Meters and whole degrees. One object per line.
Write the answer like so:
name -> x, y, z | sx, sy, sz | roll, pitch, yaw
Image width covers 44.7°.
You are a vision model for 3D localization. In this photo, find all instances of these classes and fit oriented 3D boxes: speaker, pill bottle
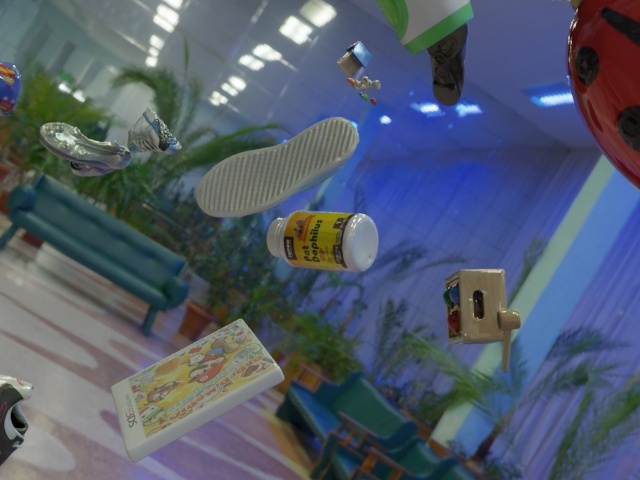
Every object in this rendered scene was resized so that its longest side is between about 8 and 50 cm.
speaker -> 0.109, -0.435, 1.174 | 0.296, 0.131, 0.131 | 56, -6, -9
pill bottle -> 0.000, 0.000, 1.568 | 0.215, 0.117, 0.117 | 4, -19, 35

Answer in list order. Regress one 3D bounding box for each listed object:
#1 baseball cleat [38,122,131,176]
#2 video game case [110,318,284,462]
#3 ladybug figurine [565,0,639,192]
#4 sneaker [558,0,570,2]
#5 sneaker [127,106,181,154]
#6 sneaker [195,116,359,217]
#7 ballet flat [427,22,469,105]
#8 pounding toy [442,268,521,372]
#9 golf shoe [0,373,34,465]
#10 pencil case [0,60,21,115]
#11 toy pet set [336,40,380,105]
baseball cleat -> -0.455, -0.158, 1.455 | 0.109, 0.072, 0.206 | -23, -24, 30
video game case -> -0.184, 0.205, 1.117 | 0.206, 0.227, 0.026 | 35, -31, 65
ladybug figurine -> 0.433, -0.156, 0.809 | 0.449, 0.305, 0.162 | 41, 29, 30
sneaker -> 0.200, -0.396, 0.943 | 0.305, 0.114, 0.152 | 40, -13, -37
sneaker -> -0.316, -0.185, 1.444 | 0.071, 0.083, 0.191 | 52, -4, -28
sneaker -> -0.086, -0.134, 1.669 | 0.150, 0.366, 0.135 | 95, -28, -77
ballet flat -> 0.245, -0.356, 1.468 | 0.084, 0.058, 0.250 | 20, -28, 23
pounding toy -> 0.279, 0.143, 1.376 | 0.094, 0.181, 0.206 | -1, -10, -3
golf shoe -> -0.544, 0.343, 1.275 | 0.120, 0.272, 0.105 | 7, 22, -17
pencil case -> -0.806, -0.352, 1.685 | 0.133, 0.119, 0.306 | -17, -11, 32
toy pet set -> 0.090, -0.350, 1.617 | 0.114, 0.065, 0.122 | 47, 4, -21
